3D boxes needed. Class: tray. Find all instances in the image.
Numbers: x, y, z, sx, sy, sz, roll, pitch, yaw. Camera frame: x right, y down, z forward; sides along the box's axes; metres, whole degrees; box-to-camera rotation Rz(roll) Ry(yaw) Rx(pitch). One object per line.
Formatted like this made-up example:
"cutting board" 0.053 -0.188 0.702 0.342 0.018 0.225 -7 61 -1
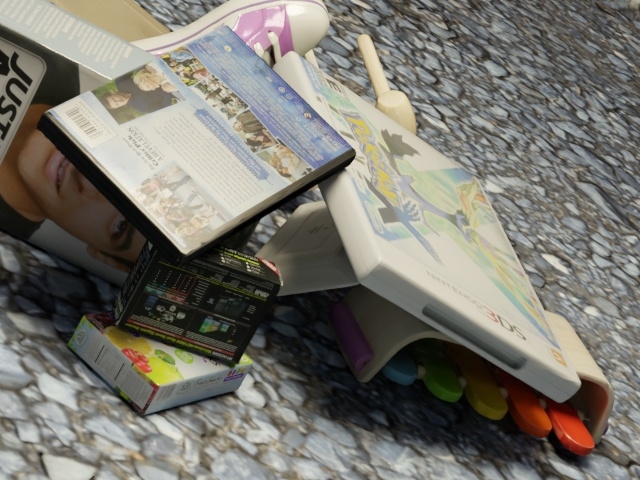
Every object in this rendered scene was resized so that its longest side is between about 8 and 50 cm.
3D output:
"tray" 0.000 0.000 2.023 0.145 0.030 0.270 -7 15 17

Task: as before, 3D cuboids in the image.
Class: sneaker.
"sneaker" -0.101 -0.156 2.081 0.282 0.102 0.161 -24 49 -8

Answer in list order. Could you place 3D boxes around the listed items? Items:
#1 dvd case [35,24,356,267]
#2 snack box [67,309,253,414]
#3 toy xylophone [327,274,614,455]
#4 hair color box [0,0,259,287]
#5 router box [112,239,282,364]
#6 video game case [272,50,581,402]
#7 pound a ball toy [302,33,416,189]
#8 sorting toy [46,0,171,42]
"dvd case" -0.104 -0.088 1.754 0.180 0.022 0.253 45 43 12
"snack box" -0.140 0.099 1.747 0.100 0.037 0.141 41 25 23
"toy xylophone" 0.160 0.101 2.044 0.322 0.081 0.236 21 24 -21
"hair color box" -0.230 -0.095 1.854 0.374 0.185 0.113 26 22 -7
"router box" -0.107 0.047 1.723 0.122 0.092 0.038 20 25 -22
"video game case" 0.102 -0.016 1.940 0.300 0.036 0.329 32 24 -37
"pound a ball toy" -0.018 -0.149 2.246 0.208 0.136 0.319 -12 31 -4
"sorting toy" -0.256 -0.250 2.314 0.196 0.047 0.348 44 23 -8
